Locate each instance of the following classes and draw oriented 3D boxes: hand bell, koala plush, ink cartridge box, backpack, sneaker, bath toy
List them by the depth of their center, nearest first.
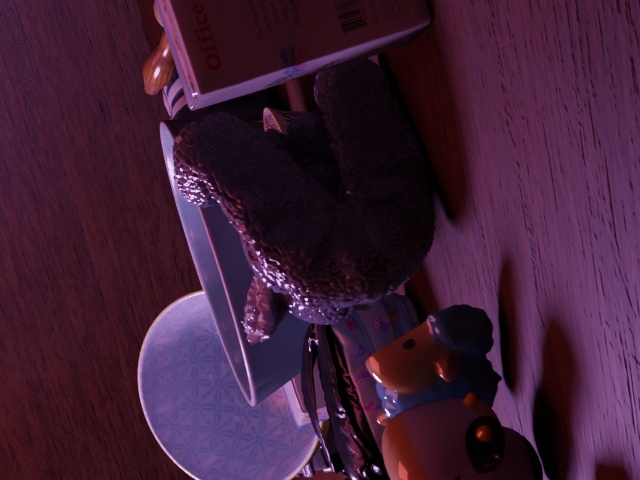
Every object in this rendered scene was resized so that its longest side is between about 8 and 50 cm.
[{"bbox_3d":[0.136,0.218,1.280,0.129,0.151,0.348,-45,49,31],"label":"bath toy"},{"bbox_3d":[-0.030,-0.182,1.307,0.127,0.176,0.128,168,85,-82],"label":"ink cartridge box"},{"bbox_3d":[0.000,0.000,1.503,0.203,0.196,0.221,58,163,24],"label":"koala plush"},{"bbox_3d":[0.054,0.141,1.689,0.152,0.115,0.182,155,98,-71],"label":"backpack"},{"bbox_3d":[-0.171,-0.243,2.104,0.126,0.126,0.242,69,153,21],"label":"hand bell"},{"bbox_3d":[0.003,0.162,2.171,0.143,0.092,0.090,103,148,-76],"label":"ink cartridge box"},{"bbox_3d":[-0.135,-0.207,2.211,0.350,0.131,0.148,-138,40,-66],"label":"sneaker"}]

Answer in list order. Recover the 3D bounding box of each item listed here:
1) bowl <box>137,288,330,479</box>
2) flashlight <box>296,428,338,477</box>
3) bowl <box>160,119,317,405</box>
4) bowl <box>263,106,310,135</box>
[{"bbox_3d":[-0.088,0.187,2.482,0.156,0.289,0.289,-24,-82,-60],"label":"bowl"},{"bbox_3d":[-0.053,0.188,2.610,0.103,0.103,0.304,-32,-75,-74],"label":"flashlight"},{"bbox_3d":[-0.045,0.001,1.888,0.311,0.163,0.312,162,90,-83],"label":"bowl"},{"bbox_3d":[0.009,-0.054,1.683,0.170,0.080,0.170,162,90,-82],"label":"bowl"}]
